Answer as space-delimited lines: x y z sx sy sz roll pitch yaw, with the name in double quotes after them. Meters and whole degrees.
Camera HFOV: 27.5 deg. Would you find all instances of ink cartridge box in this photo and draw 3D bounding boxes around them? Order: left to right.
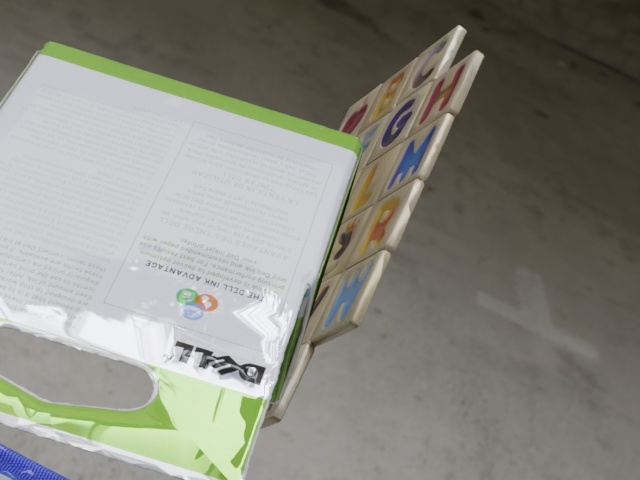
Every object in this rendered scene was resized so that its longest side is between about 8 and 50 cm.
-0.101 0.027 0.658 0.189 0.097 0.255 17 42 1 "ink cartridge box"

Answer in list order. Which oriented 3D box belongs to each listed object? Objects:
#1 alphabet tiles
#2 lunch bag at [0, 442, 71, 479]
0.000 0.000 0.960 0.011 0.285 0.342 34 61 -14 "alphabet tiles"
-0.135 0.205 0.509 0.293 0.138 0.221 16 44 25 "lunch bag"
